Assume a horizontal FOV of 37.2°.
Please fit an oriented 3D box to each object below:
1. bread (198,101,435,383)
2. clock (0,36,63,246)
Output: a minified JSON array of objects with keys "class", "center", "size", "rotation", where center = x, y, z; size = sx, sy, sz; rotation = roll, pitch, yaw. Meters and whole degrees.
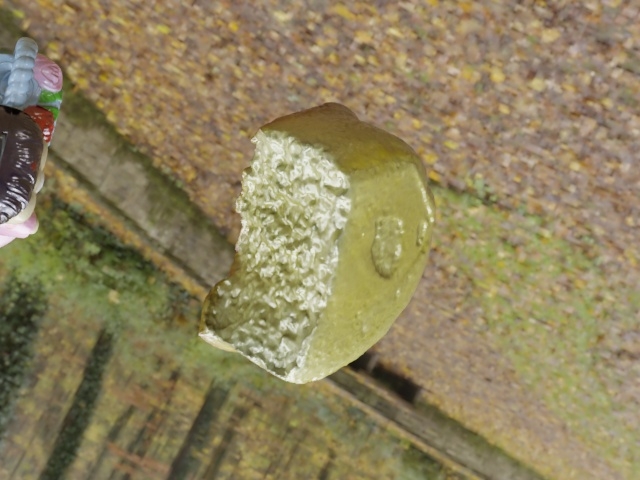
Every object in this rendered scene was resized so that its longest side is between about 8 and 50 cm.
[{"class":"bread","center":[0.006,0.002,0.547],"size":[0.125,0.156,0.086],"rotation":[0,-158,-47]},{"class":"clock","center":[-0.302,-0.092,0.897],"size":[0.100,0.194,0.195],"rotation":[12,170,-20]}]
